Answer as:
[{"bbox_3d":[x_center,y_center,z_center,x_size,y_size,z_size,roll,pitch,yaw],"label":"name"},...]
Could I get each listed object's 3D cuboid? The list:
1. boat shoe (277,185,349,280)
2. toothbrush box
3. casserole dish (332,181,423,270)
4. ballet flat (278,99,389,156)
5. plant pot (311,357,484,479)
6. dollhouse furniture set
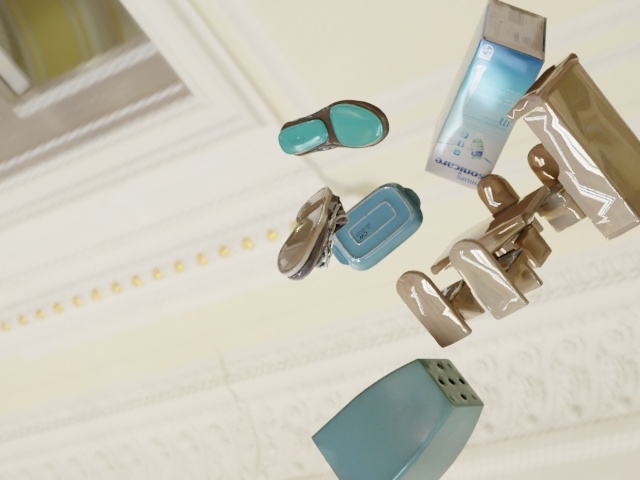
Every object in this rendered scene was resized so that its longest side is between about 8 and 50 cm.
[{"bbox_3d":[0.000,0.000,1.454,0.075,0.065,0.206,-36,-164,25],"label":"boat shoe"},{"bbox_3d":[0.312,-0.275,2.163,0.216,0.126,0.296,-71,-177,-57],"label":"toothbrush box"},{"bbox_3d":[0.097,-0.029,2.075,0.188,0.037,0.114,-39,-109,6],"label":"casserole dish"},{"bbox_3d":[0.039,-0.223,2.178,0.280,0.095,0.096,-3,-161,43],"label":"ballet flat"},{"bbox_3d":[0.143,0.309,1.901,0.234,0.165,0.166,-51,-121,21],"label":"plant pot"},{"bbox_3d":[0.319,-0.079,1.889,0.394,0.256,0.362,-34,-172,43],"label":"dollhouse furniture set"}]
